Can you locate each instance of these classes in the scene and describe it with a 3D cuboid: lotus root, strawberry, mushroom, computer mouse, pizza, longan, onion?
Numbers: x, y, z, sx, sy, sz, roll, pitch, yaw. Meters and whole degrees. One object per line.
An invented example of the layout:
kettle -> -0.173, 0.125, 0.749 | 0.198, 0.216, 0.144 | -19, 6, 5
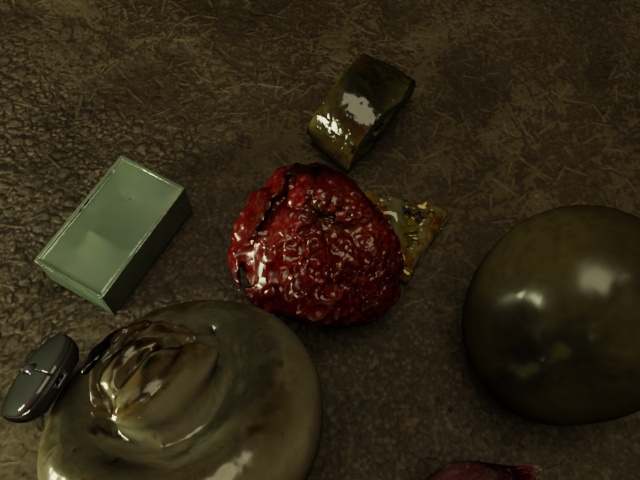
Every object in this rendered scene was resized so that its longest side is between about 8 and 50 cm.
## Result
lotus root -> 0.080, -0.249, 1.147 | 0.119, 0.138, 0.235 | 36, 62, 4
strawberry -> 0.000, 0.000, 0.938 | 0.274, 0.220, 0.274 | 10, 47, -11
mushroom -> -0.179, 0.211, 0.782 | 0.363, 0.294, 0.362 | -11, 37, 9
computer mouse -> -0.384, 0.191, 0.850 | 0.057, 0.232, 0.120 | 33, 63, -15
pizza -> 0.157, -0.018, 1.077 | 0.176, 0.036, 0.184 | -11, 65, -8
longan -> 0.356, 0.105, 0.878 | 0.319, 0.319, 0.318 | 1, 63, -2
onion -> 0.217, 0.358, 0.825 | 0.195, 0.159, 0.159 | -28, 67, -18

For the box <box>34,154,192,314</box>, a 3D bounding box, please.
box -> -0.332, -0.010, 1.027 | 0.130, 0.086, 0.225 | 27, 66, 10
